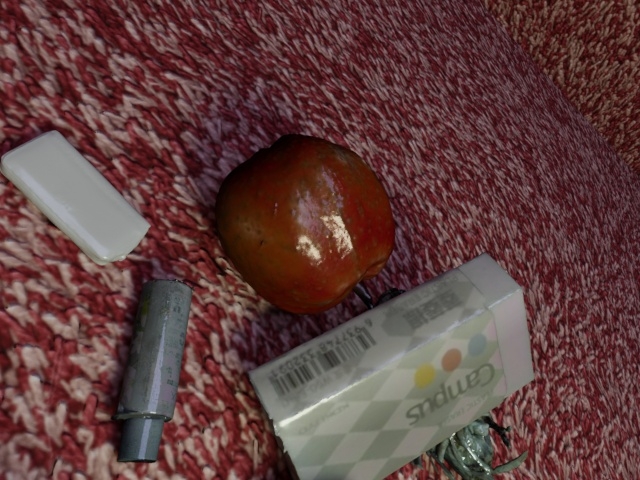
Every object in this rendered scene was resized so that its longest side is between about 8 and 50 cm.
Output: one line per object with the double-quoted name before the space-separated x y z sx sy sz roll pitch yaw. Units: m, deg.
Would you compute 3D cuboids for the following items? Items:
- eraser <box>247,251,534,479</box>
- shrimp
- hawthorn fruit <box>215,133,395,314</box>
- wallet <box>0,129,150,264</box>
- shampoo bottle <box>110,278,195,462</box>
"eraser" 0.119 0.192 0.714 0.397 0.082 0.213 -25 113 -17
"shrimp" 0.215 0.273 0.862 0.221 0.166 0.410 -26 72 -18
"hawthorn fruit" 0.000 0.000 0.735 0.254 0.254 0.300 -31 81 -45
"wallet" -0.311 -0.053 0.651 0.190 0.033 0.095 49 48 -10
"shampoo bottle" -0.204 0.154 0.615 0.072 0.072 0.214 21 56 -32
